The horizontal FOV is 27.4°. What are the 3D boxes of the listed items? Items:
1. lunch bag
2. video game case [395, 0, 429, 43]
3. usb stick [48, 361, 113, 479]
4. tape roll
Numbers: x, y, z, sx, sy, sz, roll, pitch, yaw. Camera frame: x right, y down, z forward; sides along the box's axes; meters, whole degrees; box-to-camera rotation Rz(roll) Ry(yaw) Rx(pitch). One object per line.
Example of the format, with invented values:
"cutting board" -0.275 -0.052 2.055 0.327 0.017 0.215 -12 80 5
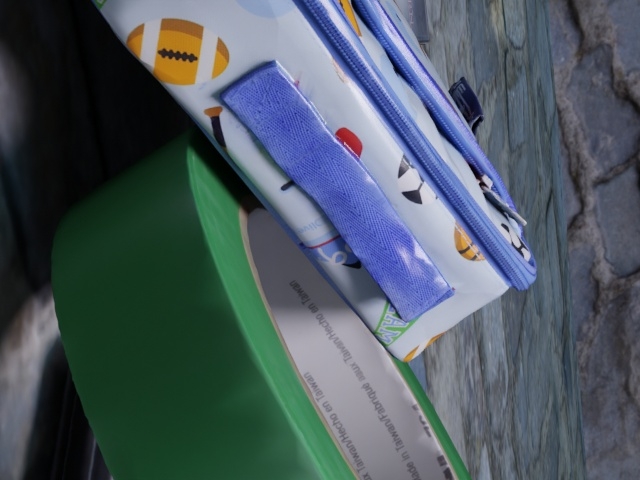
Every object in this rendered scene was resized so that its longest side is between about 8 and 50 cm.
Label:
"lunch bag" -0.002 -0.086 0.672 0.303 0.115 0.243 48 13 -37
"video game case" 0.056 -0.280 1.235 0.274 0.026 0.196 -27 112 -70
"usb stick" -0.106 0.179 0.579 0.077 0.045 0.278 72 20 -61
"tape roll" -0.004 0.098 0.639 0.321 0.077 0.321 56 8 -13
